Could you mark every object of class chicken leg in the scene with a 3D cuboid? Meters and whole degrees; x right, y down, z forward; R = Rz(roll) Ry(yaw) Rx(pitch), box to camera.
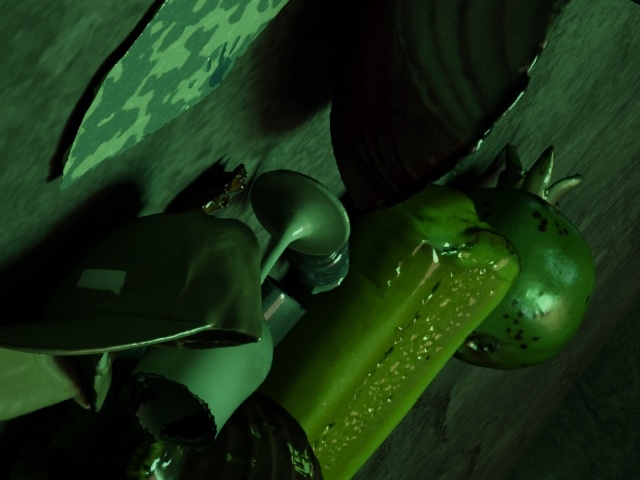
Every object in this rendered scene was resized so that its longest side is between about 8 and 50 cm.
[{"bbox_3d":[-0.077,-0.021,1.185,0.083,0.021,0.036,-45,175,-16],"label":"chicken leg"}]

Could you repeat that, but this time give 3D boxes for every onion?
[{"bbox_3d":[0.074,-0.143,1.183,0.250,0.111,0.247,-56,-169,-17],"label":"onion"}]

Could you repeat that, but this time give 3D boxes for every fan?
[{"bbox_3d":[-0.058,-0.117,1.013,0.240,0.009,0.131,-44,165,-19],"label":"fan"}]

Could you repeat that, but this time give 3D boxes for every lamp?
[{"bbox_3d":[-0.107,0.200,1.275,0.247,0.247,0.247,-46,165,-15],"label":"lamp"}]

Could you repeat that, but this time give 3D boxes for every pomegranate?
[{"bbox_3d":[0.179,0.013,1.782,0.181,0.181,0.224,112,4,-52],"label":"pomegranate"}]

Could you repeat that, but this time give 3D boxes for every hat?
[{"bbox_3d":[-0.142,0.031,1.063,0.173,0.144,0.166,24,144,-36],"label":"hat"}]

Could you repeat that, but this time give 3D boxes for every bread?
[{"bbox_3d":[0.009,0.107,1.574,0.166,0.112,0.383,13,120,-50],"label":"bread"}]

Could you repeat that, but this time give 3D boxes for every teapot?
[{"bbox_3d":[-0.004,0.002,1.434,0.049,0.063,0.083,-16,165,-2],"label":"teapot"}]

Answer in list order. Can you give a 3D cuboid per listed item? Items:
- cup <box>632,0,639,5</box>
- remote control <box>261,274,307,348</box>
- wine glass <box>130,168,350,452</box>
[{"bbox_3d":[0.280,-0.250,1.359,0.223,0.176,0.169,-29,153,-52],"label":"cup"},{"bbox_3d":[-0.150,0.178,1.434,0.377,0.044,0.107,-49,174,1],"label":"remote control"},{"bbox_3d":[-0.053,0.044,1.212,0.195,0.079,0.079,-57,174,-39],"label":"wine glass"}]
